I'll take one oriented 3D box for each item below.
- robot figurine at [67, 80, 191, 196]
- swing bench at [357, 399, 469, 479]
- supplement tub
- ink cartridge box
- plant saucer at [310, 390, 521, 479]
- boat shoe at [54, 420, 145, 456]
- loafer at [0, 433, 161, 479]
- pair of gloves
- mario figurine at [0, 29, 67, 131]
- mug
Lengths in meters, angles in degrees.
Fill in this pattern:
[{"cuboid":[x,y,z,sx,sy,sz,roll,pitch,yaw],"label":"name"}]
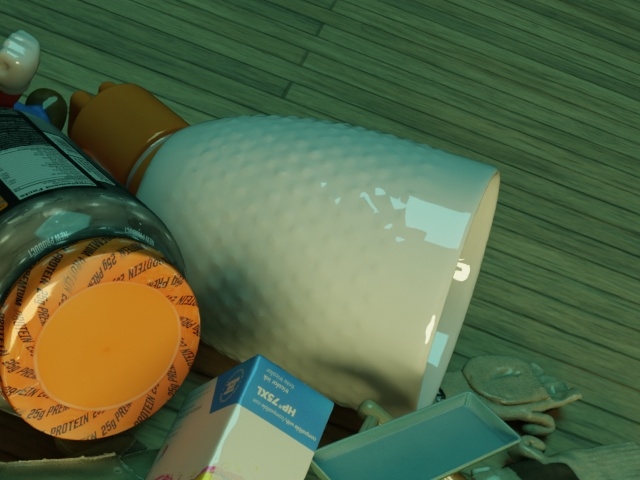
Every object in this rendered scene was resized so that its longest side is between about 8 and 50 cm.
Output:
[{"cuboid":[-0.208,-0.102,1.302,0.219,0.128,0.158,40,7,25],"label":"robot figurine"},{"cuboid":[0.088,0.303,0.872,0.255,0.165,0.253,25,33,7],"label":"swing bench"},{"cuboid":[-0.250,0.021,0.970,0.207,0.207,0.338,-4,25,-32],"label":"supplement tub"},{"cuboid":[-0.090,0.213,0.826,0.078,0.134,0.231,36,54,-15],"label":"ink cartridge box"},{"cuboid":[0.078,0.171,0.889,0.192,0.018,0.067,-12,42,-41],"label":"plant saucer"},{"cuboid":[-0.190,0.155,1.021,0.063,0.059,0.170,45,36,3],"label":"boat shoe"},{"cuboid":[-0.182,0.216,0.924,0.251,0.094,0.087,10,29,-32],"label":"loafer"},{"cuboid":[0.222,0.213,1.176,0.204,0.042,0.240,-8,38,-28],"label":"pair of gloves"},{"cuboid":[-0.381,-0.179,1.154,0.170,0.198,0.320,56,4,9],"label":"mario figurine"},{"cuboid":[0.000,0.000,1.170,0.328,0.276,0.374,18,17,13],"label":"mug"}]
